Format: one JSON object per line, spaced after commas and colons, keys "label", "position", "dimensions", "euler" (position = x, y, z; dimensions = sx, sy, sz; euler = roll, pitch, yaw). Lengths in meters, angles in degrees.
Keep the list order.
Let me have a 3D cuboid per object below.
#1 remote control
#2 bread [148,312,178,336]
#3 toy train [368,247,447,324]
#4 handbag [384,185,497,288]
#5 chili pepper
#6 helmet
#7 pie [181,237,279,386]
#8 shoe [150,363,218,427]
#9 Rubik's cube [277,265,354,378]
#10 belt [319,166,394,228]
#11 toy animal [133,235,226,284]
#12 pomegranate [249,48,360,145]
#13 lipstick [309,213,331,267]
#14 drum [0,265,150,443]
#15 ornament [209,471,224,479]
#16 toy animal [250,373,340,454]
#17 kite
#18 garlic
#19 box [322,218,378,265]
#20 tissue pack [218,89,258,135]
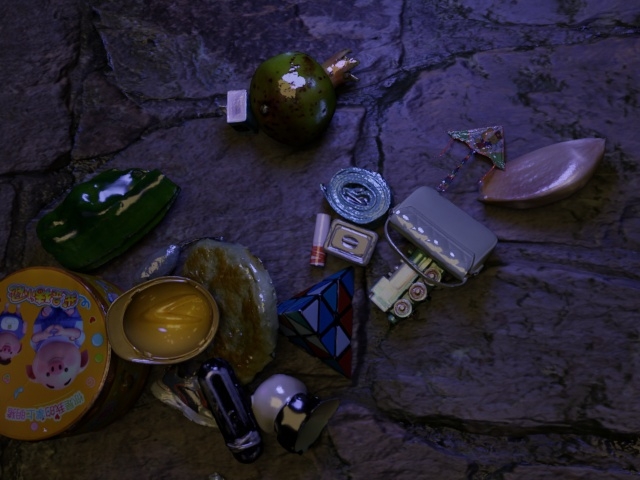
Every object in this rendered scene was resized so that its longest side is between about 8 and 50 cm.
{"label": "remote control", "position": [-0.207, 0.400, 1.817], "dimensions": [0.090, 0.066, 0.266], "euler": [-24, 94, 0]}
{"label": "bread", "position": [-0.385, 0.198, 1.956], "dimensions": [0.119, 0.084, 0.177], "euler": [-10, 75, -21]}
{"label": "toy train", "position": [0.212, 0.104, 1.869], "dimensions": [0.125, 0.081, 0.194], "euler": [42, 91, 19]}
{"label": "handbag", "position": [0.266, 0.003, 1.828], "dimensions": [0.256, 0.079, 0.219], "euler": [39, 54, 16]}
{"label": "chili pepper", "position": [-0.548, -0.074, 2.001], "dimensions": [0.384, 0.167, 0.213], "euler": [-36, 77, 2]}
{"label": "helmet", "position": [-0.368, 0.179, 1.846], "dimensions": [0.256, 0.140, 0.205], "euler": [-10, 97, -9]}
{"label": "pie", "position": [-0.214, 0.161, 1.877], "dimensions": [0.296, 0.078, 0.372], "euler": [-27, 75, 42]}
{"label": "shoe", "position": [-0.296, 0.368, 1.906], "dimensions": [0.227, 0.099, 0.126], "euler": [25, 83, 12]}
{"label": "Rubik's cube", "position": [0.034, 0.217, 1.895], "dimensions": [0.250, 0.284, 0.234], "euler": [-33, 95, -30]}
{"label": "belt", "position": [0.099, -0.106, 1.925], "dimensions": [0.147, 0.082, 0.163], "euler": [-33, 73, 4]}
{"label": "toy animal", "position": [-0.364, 0.041, 2.005], "dimensions": [0.252, 0.070, 0.079], "euler": [-28, 111, -7]}
{"label": "pomegranate", "position": [-0.030, -0.353, 1.946], "dimensions": [0.285, 0.231, 0.231], "euler": [-9, 77, -20]}
{"label": "lipstick", "position": [0.000, 0.000, 1.947], "dimensions": [0.038, 0.038, 0.131], "euler": [7, 81, 12]}
{"label": "drum", "position": [-0.646, 0.275, 1.921], "dimensions": [0.430, 0.214, 0.432], "euler": [-3, 80, 15]}
{"label": "ornament", "position": [-0.238, 0.608, 1.883], "dimensions": [0.068, 0.041, 0.092], "euler": [-8, 90, 32]}
{"label": "toy animal", "position": [-0.069, 0.393, 1.849], "dimensions": [0.179, 0.138, 0.166], "euler": [34, 68, 23]}
{"label": "kite", "position": [0.359, -0.207, 1.896], "dimensions": [0.244, 0.006, 0.198], "euler": [-43, 57, -18]}
{"label": "garlic", "position": [0.519, -0.146, 1.838], "dimensions": [0.318, 0.112, 0.143], "euler": [-15, 54, 14]}
{"label": "box", "position": [0.076, 0.008, 1.920], "dimensions": [0.122, 0.062, 0.089], "euler": [21, 84, 13]}
{"label": "tissue pack", "position": [-0.209, -0.325, 2.009], "dimensions": [0.079, 0.111, 0.085], "euler": [-3, 80, 12]}
